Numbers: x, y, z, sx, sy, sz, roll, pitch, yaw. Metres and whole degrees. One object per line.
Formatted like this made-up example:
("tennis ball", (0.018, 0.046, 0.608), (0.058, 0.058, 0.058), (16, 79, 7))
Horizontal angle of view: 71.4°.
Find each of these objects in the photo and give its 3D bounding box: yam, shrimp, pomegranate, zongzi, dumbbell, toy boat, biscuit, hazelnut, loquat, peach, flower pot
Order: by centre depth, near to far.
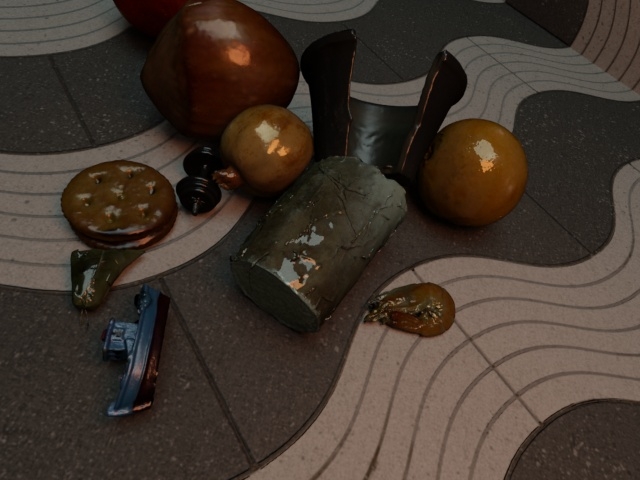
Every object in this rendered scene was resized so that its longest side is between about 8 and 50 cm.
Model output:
("toy boat", (-0.309, 0.174, 0.727), (0.097, 0.100, 0.223), (11, 48, -18))
("zongzi", (-0.383, 0.083, 0.817), (0.131, 0.062, 0.154), (-1, 58, -30))
("yam", (0.000, 0.000, 0.882), (0.241, 0.241, 0.348), (31, 54, 10))
("shrimp", (0.189, 0.146, 0.917), (0.217, 0.051, 0.115), (-6, 56, -22))
("biscuit", (-0.409, -0.075, 0.922), (0.221, 0.066, 0.220), (7, 52, -9))
("pomegranate", (-0.116, -0.191, 0.970), (0.207, 0.207, 0.207), (7, 51, -9))
("dumbbell", (-0.262, -0.136, 0.987), (0.099, 0.099, 0.208), (7, 52, -9))
("flower pot", (0.119, -0.264, 1.022), (0.379, 0.379, 0.251), (10, 86, -7))
("hazelnut", (-0.232, -0.397, 1.064), (0.373, 0.315, 0.372), (7, 19, -2))
("loquat", (0.362, -0.165, 1.073), (0.263, 0.263, 0.263), (7, 51, -9))
("peach", (-0.432, -0.758, 1.282), (0.370, 0.370, 0.370), (7, 51, -9))
